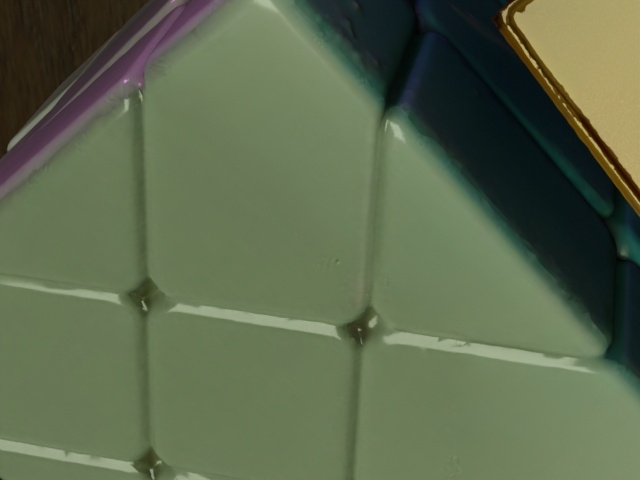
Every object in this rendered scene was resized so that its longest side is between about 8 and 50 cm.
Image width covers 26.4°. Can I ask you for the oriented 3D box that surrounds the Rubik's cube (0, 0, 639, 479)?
[{"bbox_3d":[0.000,0.000,0.772,0.319,0.316,0.322,-36,105,29],"label":"Rubik's cube"}]

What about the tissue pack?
[{"bbox_3d":[0.231,-0.096,0.700,0.145,0.274,0.194,-35,92,28],"label":"tissue pack"}]
